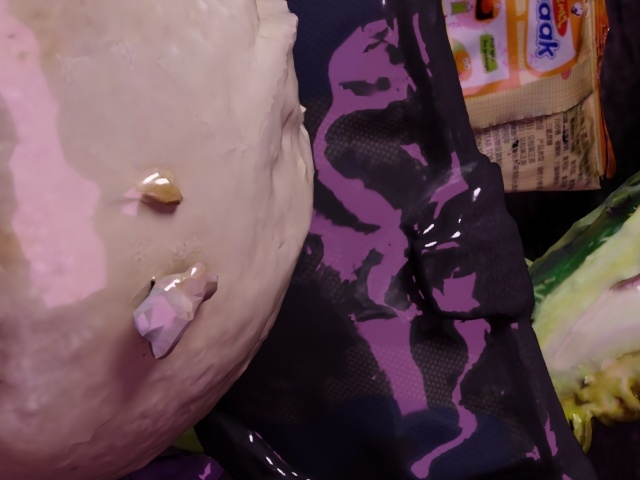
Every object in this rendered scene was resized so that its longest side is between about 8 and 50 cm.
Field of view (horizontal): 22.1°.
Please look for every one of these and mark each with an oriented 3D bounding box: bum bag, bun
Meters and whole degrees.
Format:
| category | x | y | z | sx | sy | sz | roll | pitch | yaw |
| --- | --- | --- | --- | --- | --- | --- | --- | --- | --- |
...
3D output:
| category | x | y | z | sx | sy | sz | roll | pitch | yaw |
| --- | --- | --- | --- | --- | --- | --- | --- | --- | --- |
| bum bag | 0.000 | 0.000 | 0.510 | 0.137 | 0.074 | 0.310 | -11 | 108 | 28 |
| bun | -0.119 | -0.045 | 0.427 | 0.259 | 0.160 | 0.259 | 10 | 116 | 21 |

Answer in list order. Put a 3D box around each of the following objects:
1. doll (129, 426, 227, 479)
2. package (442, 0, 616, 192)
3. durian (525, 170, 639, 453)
| category | x | y | z | sx | sy | sz | roll | pitch | yaw |
| --- | --- | --- | --- | --- | --- | --- | --- | --- | --- |
| doll | 0.011 | 0.083 | 0.625 | 0.115 | 0.050 | 0.190 | -44 | 126 | 7 |
| package | 0.044 | -0.053 | 0.554 | 0.121 | 0.031 | 0.108 | -13 | 124 | -8 |
| durian | 0.184 | 0.000 | 0.571 | 0.375 | 0.106 | 0.132 | -33 | 130 | 0 |
